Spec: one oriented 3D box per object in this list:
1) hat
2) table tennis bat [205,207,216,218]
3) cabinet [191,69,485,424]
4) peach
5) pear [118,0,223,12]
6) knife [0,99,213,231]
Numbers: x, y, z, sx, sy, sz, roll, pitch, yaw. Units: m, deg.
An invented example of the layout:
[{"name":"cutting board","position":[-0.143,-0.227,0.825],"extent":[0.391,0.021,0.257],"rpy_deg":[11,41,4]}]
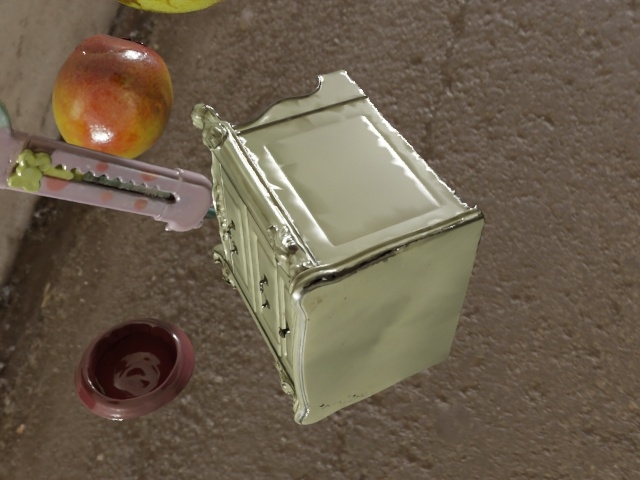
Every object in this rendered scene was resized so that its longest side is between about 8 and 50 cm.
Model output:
[{"name":"hat","position":[-0.318,0.225,1.218],"extent":[0.205,0.089,0.205],"rpy_deg":[0,51,0]},{"name":"table tennis bat","position":[-0.274,-0.058,1.247],"extent":[0.124,0.201,0.033],"rpy_deg":[1,86,39]},{"name":"cabinet","position":[0.000,0.000,0.889],"extent":[0.227,0.290,0.318],"rpy_deg":[-21,52,-18]},{"name":"peach","position":[-0.380,-0.263,1.301],"extent":[0.231,0.231,0.231],"rpy_deg":[-16,60,31]},{"name":"pear","position":[-0.168,-0.391,0.778],"extent":[0.283,0.283,0.284],"rpy_deg":[-16,60,31]},{"name":"knife","position":[-0.268,-0.073,0.824],"extent":[0.038,0.398,0.132],"rpy_deg":[46,110,32]}]
